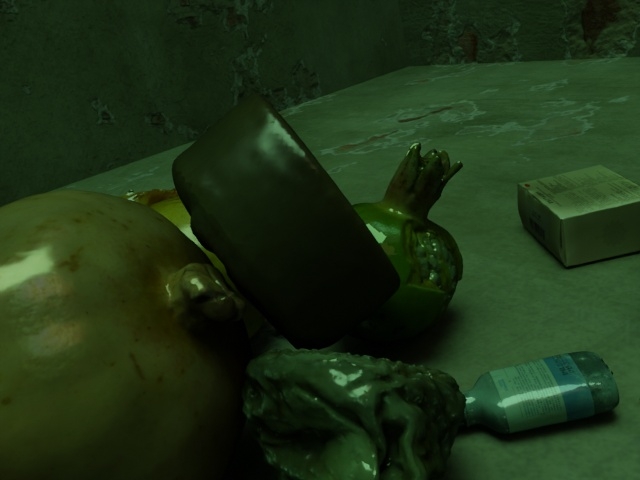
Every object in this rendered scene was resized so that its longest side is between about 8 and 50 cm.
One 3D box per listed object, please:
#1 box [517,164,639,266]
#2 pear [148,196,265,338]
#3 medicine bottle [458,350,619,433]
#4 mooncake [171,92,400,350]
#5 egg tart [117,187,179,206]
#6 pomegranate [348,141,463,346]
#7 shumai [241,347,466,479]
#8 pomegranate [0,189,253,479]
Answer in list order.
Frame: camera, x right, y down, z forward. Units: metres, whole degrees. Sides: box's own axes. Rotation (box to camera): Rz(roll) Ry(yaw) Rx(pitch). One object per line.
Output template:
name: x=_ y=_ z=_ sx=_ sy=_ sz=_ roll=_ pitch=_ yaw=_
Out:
box: x=0.462 y=-0.049 z=1.149 sx=0.168 sy=0.095 sz=0.212 roll=-11 pitch=21 yaw=1
pear: x=-0.204 y=0.060 z=1.034 sx=0.280 sy=0.281 sz=0.281 roll=-11 pitch=21 yaw=4
medicine bottle: x=0.230 y=0.183 z=0.763 sx=0.208 sy=0.054 sz=0.090 roll=-15 pitch=22 yaw=6
mooncake: x=-0.046 y=-0.013 z=0.758 sx=0.155 sy=0.284 sz=0.284 roll=-38 pitch=24 yaw=-3
egg tart: x=-0.386 y=0.025 z=1.345 sx=0.443 sy=0.178 sz=0.443 roll=-9 pitch=21 yaw=4
pomegranate: x=0.104 y=0.005 z=0.957 sx=0.235 sy=0.302 sz=0.236 roll=12 pitch=13 yaw=-3
shumai: x=0.029 y=0.222 z=0.662 sx=0.225 sy=0.222 sz=0.260 roll=3 pitch=-7 yaw=14
pomegranate: x=-0.247 y=0.135 z=0.711 sx=0.411 sy=0.412 sz=0.411 roll=-11 pitch=21 yaw=4
